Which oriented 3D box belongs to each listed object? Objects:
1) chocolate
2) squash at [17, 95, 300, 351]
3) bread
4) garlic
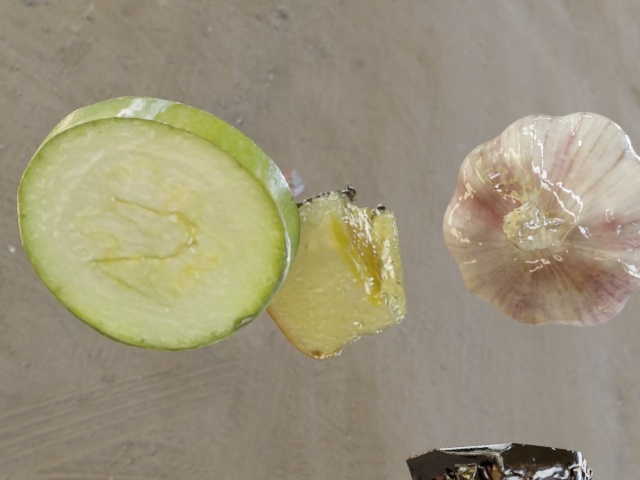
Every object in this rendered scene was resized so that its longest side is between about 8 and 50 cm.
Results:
[{"bbox_3d":[0.222,0.351,1.256,0.224,0.206,0.177,47,38,-61],"label":"chocolate"},{"bbox_3d":[-0.148,-0.012,0.955,0.252,0.252,0.049,42,31,-18],"label":"squash"},{"bbox_3d":[0.000,0.000,1.070,0.160,0.140,0.169,50,24,-35],"label":"bread"},{"bbox_3d":[0.238,-0.018,1.113,0.245,0.245,0.253,58,20,6],"label":"garlic"}]
